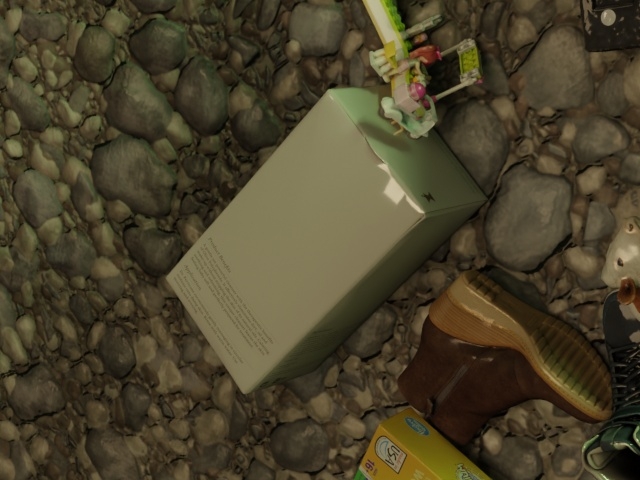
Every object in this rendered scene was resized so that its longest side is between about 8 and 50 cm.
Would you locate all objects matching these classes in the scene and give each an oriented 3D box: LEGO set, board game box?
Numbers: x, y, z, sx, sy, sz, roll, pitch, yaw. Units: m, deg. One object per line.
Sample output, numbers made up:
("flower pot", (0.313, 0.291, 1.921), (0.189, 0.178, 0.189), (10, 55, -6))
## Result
("LEGO set", (0.111, -0.246, 1.737), (0.107, 0.132, 0.287), (-25, 58, 20))
("board game box", (0.161, 0.391, 1.794), (0.316, 0.064, 0.242), (39, 127, 26))

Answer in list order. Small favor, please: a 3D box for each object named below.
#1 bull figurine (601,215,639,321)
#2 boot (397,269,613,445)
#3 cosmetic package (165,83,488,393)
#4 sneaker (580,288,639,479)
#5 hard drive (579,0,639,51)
("bull figurine", (0.422, 0.097, 1.543), (0.188, 0.101, 0.310), (-28, 85, 26))
("boot", (0.214, 0.171, 1.751), (0.248, 0.090, 0.207), (41, 133, 21))
("cosmetic package", (0.000, 0.000, 1.822), (0.365, 0.155, 0.197), (-45, 71, 32))
("sneaker", (0.330, 0.164, 1.594), (0.086, 0.163, 0.226), (-24, 81, 39))
("hard drive", (0.374, -0.374, 1.542), (0.237, 0.064, 0.339), (-4, 95, 37))
